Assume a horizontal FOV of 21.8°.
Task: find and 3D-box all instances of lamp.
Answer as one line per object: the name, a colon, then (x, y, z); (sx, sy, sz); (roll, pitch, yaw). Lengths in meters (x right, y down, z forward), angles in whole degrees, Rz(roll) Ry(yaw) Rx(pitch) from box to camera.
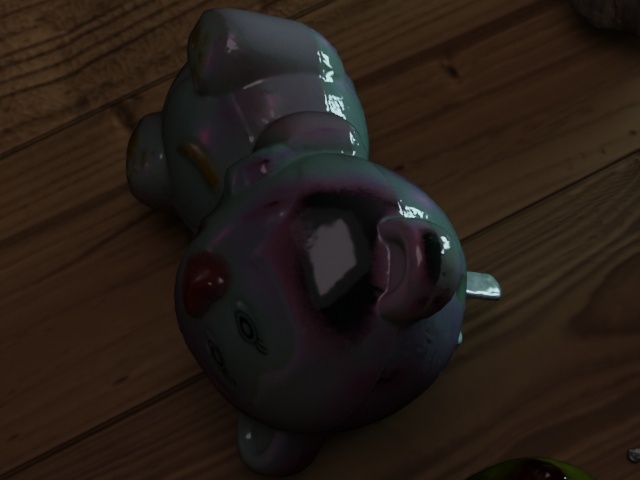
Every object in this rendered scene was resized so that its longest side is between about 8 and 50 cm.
lamp: (0.000, 0.000, 1.190); (0.247, 0.247, 0.301); (11, 42, -35)

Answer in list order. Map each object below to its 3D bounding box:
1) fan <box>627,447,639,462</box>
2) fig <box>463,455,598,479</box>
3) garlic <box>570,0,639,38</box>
fan: (0.304, 0.131, 1.197); (0.175, 0.005, 0.113); (-16, 62, -5)
fig: (0.129, 0.239, 1.038); (0.203, 0.225, 0.203); (-3, 39, 2)
garlic: (0.269, -0.230, 1.328); (0.159, 0.102, 0.147); (2, 65, 5)
